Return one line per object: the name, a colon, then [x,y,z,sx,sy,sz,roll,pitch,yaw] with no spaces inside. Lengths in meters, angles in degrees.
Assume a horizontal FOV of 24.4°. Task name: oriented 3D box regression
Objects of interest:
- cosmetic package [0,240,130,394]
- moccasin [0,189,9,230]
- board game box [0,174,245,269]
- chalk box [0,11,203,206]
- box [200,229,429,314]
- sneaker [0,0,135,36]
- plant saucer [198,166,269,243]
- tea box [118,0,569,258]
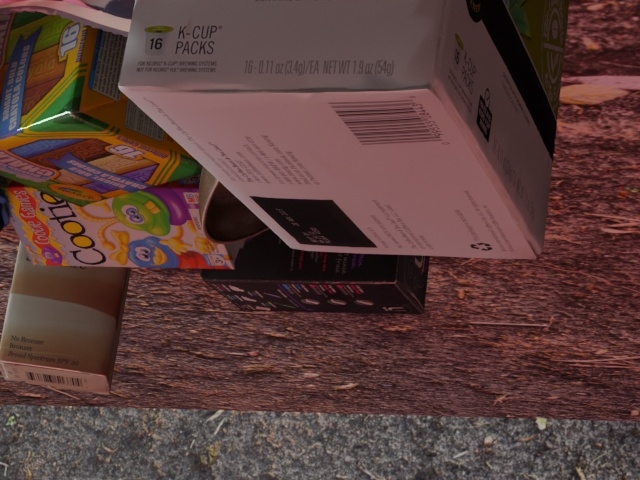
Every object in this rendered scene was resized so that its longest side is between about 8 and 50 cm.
cosmetic package: [-0.337,0.047,2.022,0.153,0.296,0.129,7,161,-4]
moccasin: [-0.445,-0.045,1.729,0.138,0.117,0.342,52,168,-1]
board game box: [-0.232,-0.062,1.821,0.275,0.142,0.144,1,136,19]
chalk box: [-0.260,-0.153,1.556,0.289,0.180,0.179,-12,155,43]
box: [0.000,0.000,1.954,0.270,0.165,0.143,1,161,21]
sneaker: [-0.261,-0.273,1.344,0.319,0.112,0.131,6,146,-4]
plant saucer: [-0.013,-0.120,1.501,0.050,0.310,0.310,46,170,16]
tea box: [0.043,-0.189,1.082,0.220,0.324,0.329,1,162,20]
